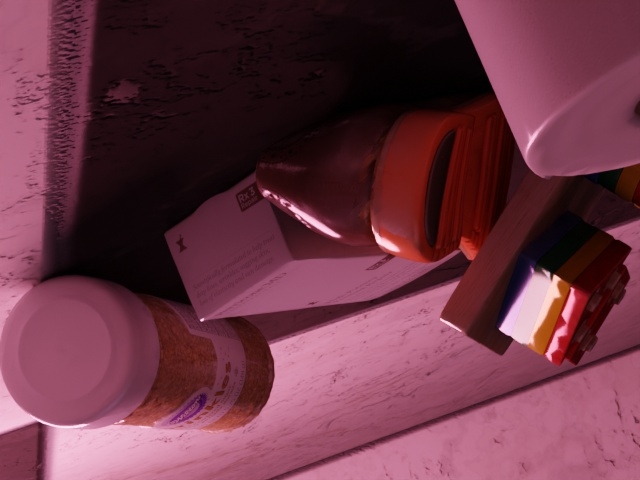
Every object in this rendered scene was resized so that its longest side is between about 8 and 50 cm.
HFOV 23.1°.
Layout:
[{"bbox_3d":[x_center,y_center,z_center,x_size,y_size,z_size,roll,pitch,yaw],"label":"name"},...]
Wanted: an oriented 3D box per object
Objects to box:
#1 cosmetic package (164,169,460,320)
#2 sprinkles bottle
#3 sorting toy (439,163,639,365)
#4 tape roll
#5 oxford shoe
[{"bbox_3d":[0.000,0.000,1.268,0.117,0.085,0.231,-33,164,36],"label":"cosmetic package"},{"bbox_3d":[-0.148,0.107,1.374,0.121,0.121,0.355,-25,167,12],"label":"sprinkles bottle"},{"bbox_3d":[0.214,-0.014,1.235,0.257,0.089,0.255,-58,165,0],"label":"sorting toy"},{"bbox_3d":[0.178,-0.158,0.750,0.246,0.169,0.246,-20,167,-5],"label":"tape roll"},{"bbox_3d":[0.062,-0.056,1.155,0.133,0.129,0.364,8,-177,18],"label":"oxford shoe"}]
